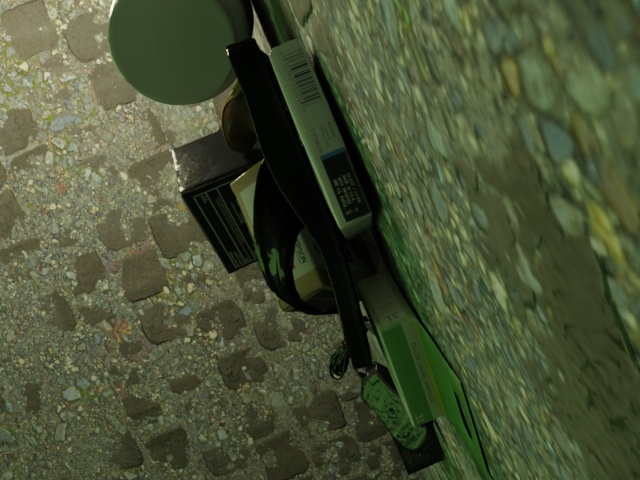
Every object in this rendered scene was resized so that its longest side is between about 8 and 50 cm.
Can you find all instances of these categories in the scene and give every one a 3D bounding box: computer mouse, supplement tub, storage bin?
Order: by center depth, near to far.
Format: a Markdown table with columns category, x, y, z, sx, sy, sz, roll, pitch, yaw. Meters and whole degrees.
| category | x | y | z | sx | sy | sz | roll | pitch | yaw |
| --- | --- | --- | --- | --- | --- | --- | --- | --- | --- |
| supplement tub | -0.235 | -0.371 | 1.043 | 0.316 | 0.228 | 0.228 | -98 | -13 | -63 |
| computer mouse | 0.134 | 0.252 | 1.108 | 0.262 | 0.060 | 0.184 | 39 | 127 | 33 |
| storage bin | 0.176 | 0.370 | 1.230 | 0.122 | 0.084 | 0.180 | -120 | 6 | -76 |

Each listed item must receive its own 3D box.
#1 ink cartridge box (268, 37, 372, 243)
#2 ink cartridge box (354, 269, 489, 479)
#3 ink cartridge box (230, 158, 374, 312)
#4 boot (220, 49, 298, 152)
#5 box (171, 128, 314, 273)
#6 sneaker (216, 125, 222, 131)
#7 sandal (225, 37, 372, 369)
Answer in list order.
| category | x | y | z | sx | sy | sz | roll | pitch | yaw |
| --- | --- | --- | --- | --- | --- | --- | --- | --- | --- |
| ink cartridge box | 0.006 | -0.104 | 0.715 | 0.208 | 0.045 | 0.206 | 61 | -174 | -84 |
| ink cartridge box | 0.118 | 0.164 | 0.729 | 0.235 | 0.056 | 0.171 | -111 | 0 | -61 |
| ink cartridge box | -0.020 | -0.005 | 0.980 | 0.193 | 0.088 | 0.234 | 9 | -127 | -58 |
| boot | -0.116 | -0.219 | 1.150 | 0.206 | 0.090 | 0.248 | 62 | 147 | 34 |
| box | -0.152 | -0.119 | 1.416 | 0.296 | 0.294 | 0.182 | 69 | 177 | -48 |
| sneaker | -0.161 | -0.270 | 1.477 | 0.087 | 0.227 | 0.130 | -6 | 124 | 51 |
| sandal | -0.047 | -0.038 | 0.783 | 0.167 | 0.107 | 0.445 | 39 | -151 | -85 |
